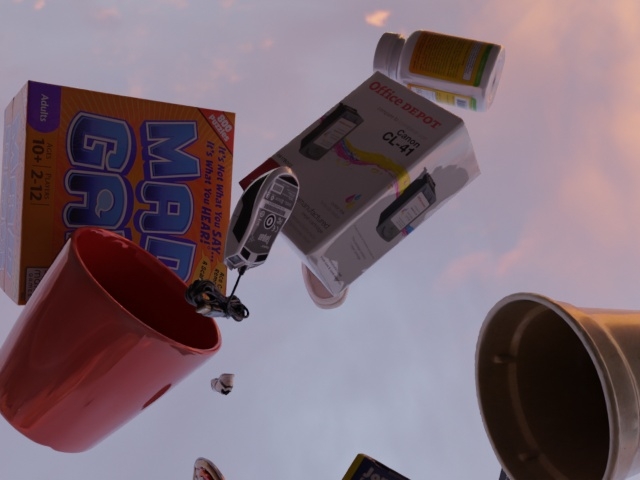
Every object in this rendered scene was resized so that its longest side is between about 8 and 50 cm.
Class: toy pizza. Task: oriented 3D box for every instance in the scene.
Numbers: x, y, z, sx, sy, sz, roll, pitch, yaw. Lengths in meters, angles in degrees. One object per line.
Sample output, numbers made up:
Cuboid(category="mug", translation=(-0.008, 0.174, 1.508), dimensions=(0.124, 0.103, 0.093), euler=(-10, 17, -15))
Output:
Cuboid(category="toy pizza", translation=(-0.215, 0.534, 1.243), dimensions=(0.032, 0.201, 0.201), euler=(-15, -135, -34))

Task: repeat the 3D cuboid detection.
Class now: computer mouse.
Cuboid(category="computer mouse", translation=(-0.085, 0.000, 0.715), dimensions=(0.042, 0.106, 0.193), euler=(27, -88, 32))

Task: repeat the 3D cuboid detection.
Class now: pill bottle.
Cuboid(category="pill bottle", translation=(0.239, -0.355, 1.277), dimensions=(0.245, 0.136, 0.136), euler=(19, -134, 20))

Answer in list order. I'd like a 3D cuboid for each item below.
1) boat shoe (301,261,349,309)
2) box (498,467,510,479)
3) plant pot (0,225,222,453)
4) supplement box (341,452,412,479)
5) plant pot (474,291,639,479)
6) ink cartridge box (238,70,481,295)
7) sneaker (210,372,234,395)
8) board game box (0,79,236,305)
Cuboid(category="boat shoe", translation=(0.000, 0.000, 1.254), dimensions=(0.098, 0.096, 0.277), euler=(-10, -119, 5))
Cuboid(category="box", translation=(0.432, 0.482, 1.206), dimensions=(0.093, 0.156, 0.158), euler=(8, -172, -25))
Cuboid(category="plant pot", translation=(-0.325, 0.153, 0.911), dimensions=(0.243, 0.275, 0.275), euler=(-46, -127, 5))
Cuboid(category="supplement box", translation=(0.106, 0.494, 0.852), dimensions=(0.194, 0.356, 0.195), euler=(18, -130, 30))
Cuboid(category="plant pot", translation=(0.469, 0.237, 1.002), dimensions=(0.305, 0.334, 0.334), euler=(-3, -136, -18))
Cuboid(category="ink cartridge box", translation=(0.058, -0.099, 0.989), dimensions=(0.306, 0.131, 0.226), euler=(-41, -132, -5))
Cuboid(category="sneaker", translation=(-0.231, 0.341, 1.451), dimensions=(0.040, 0.109, 0.044), euler=(10, -117, -22))
Cuboid(category="board game box", translation=(-0.406, -0.075, 1.202), dimensions=(0.356, 0.356, 0.356), euler=(2, -179, -32))
